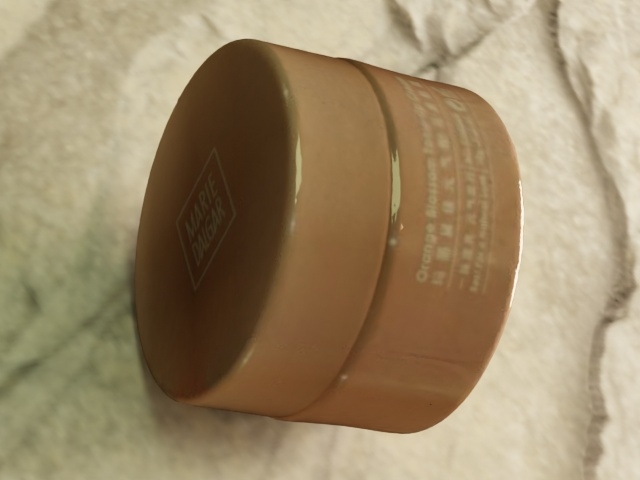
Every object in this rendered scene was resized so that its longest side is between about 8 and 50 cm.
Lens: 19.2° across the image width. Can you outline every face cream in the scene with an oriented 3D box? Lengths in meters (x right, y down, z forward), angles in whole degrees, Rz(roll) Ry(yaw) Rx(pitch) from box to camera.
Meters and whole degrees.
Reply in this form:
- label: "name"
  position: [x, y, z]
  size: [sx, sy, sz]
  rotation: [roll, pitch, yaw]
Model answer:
- label: "face cream"
  position: [0.000, 0.000, 0.768]
  size: [0.104, 0.149, 0.149]
  rotation: [11, 46, -27]
